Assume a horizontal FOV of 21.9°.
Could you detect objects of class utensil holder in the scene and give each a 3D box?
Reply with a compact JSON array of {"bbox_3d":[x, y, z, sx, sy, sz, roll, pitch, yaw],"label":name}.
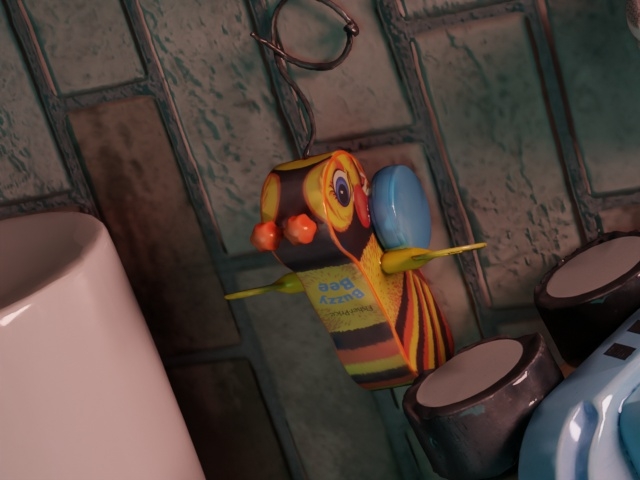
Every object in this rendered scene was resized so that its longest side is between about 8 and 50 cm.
[{"bbox_3d":[-0.248,0.210,1.300,0.327,0.327,0.386,-10,108,24],"label":"utensil holder"}]

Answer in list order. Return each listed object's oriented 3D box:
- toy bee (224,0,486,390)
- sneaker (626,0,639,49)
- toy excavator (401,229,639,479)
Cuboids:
[{"bbox_3d":[0.000,0.000,1.194,0.195,0.162,0.298,-35,99,32],"label":"toy bee"},{"bbox_3d":[0.343,-0.146,1.052,0.281,0.105,0.115,-6,142,21],"label":"sneaker"},{"bbox_3d":[0.347,0.093,1.055,0.445,0.433,0.222,-7,115,53],"label":"toy excavator"}]
